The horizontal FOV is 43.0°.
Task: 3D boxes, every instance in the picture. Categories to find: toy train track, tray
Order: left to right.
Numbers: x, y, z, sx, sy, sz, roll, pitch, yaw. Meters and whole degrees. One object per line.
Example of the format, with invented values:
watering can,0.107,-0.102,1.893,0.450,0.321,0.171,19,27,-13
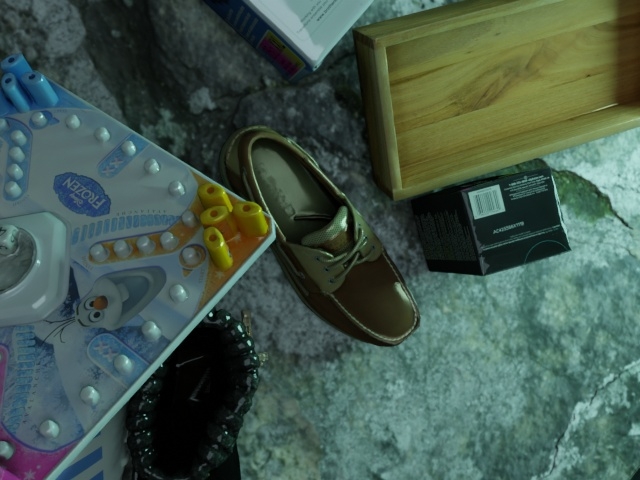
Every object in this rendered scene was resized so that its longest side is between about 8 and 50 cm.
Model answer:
toy train track,-0.085,0.126,0.992,0.048,0.014,0.083,-5,85,-31
tray,0.252,-0.207,1.009,0.410,0.076,0.203,-17,119,-12

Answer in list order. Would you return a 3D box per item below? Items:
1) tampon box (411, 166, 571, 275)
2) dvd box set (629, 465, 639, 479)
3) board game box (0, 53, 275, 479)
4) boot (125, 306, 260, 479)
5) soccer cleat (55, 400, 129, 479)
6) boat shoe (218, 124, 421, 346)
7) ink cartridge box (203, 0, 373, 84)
tampon box,0.202,-0.022,0.988,0.120,0.161,0.102,-16,94,-14
dvd box set,0.526,0.534,1.124,0.420,0.062,0.308,44,81,-10
board game box,-0.308,0.020,0.775,0.390,0.050,0.390,32,67,24
boot,-0.137,0.233,0.860,0.131,0.260,0.348,-4,91,-14
soccer cleat,-0.266,0.206,0.921,0.143,0.116,0.331,32,79,-36
boat shoe,0.000,0.000,0.962,0.122,0.120,0.324,-44,100,-9
ink cartridge box,-0.079,-0.414,0.921,0.395,0.151,0.270,42,82,-12
